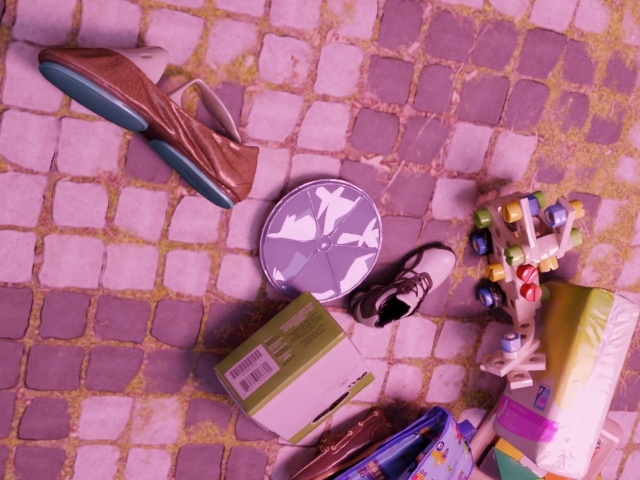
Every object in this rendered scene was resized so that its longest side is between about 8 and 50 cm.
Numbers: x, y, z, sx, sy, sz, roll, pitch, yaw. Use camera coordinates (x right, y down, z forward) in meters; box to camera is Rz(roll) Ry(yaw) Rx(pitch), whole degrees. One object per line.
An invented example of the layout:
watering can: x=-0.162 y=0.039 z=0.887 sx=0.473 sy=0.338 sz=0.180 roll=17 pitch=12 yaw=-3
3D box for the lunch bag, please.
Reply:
lunch bag: x=0.155 y=0.412 z=1.549 sx=0.293 sy=0.138 sz=0.221 roll=-42 pitch=142 yaw=-8

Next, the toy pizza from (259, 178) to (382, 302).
toy pizza: x=0.000 y=0.000 z=1.415 sx=0.201 sy=0.032 sz=0.201 roll=-8 pitch=111 yaw=-20

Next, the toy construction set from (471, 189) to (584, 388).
toy construction set: x=0.321 y=0.062 z=1.463 sx=0.151 sy=0.215 sz=0.327 roll=-5 pitch=111 yaw=-20

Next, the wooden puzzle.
wooden puzzle: x=0.390 y=0.381 z=1.653 sx=0.221 sy=0.044 sz=0.238 roll=31 pitch=95 yaw=4

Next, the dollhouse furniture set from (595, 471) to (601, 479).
dollhouse furniture set: x=0.399 y=0.569 z=1.698 sx=0.287 sy=0.198 sz=0.303 roll=-3 pitch=110 yaw=-21

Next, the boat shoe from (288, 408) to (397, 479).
boat shoe: x=0.032 y=0.356 z=1.547 sx=0.207 sy=0.073 sz=0.073 roll=-26 pitch=158 yaw=-15

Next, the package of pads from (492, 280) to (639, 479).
package of pads: x=0.398 y=0.217 z=1.520 sx=0.101 sy=0.229 sz=0.296 roll=20 pitch=89 yaw=-6

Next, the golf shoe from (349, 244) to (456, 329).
golf shoe: x=0.146 y=0.083 z=1.471 sx=0.198 sy=0.094 sz=0.077 roll=-34 pitch=117 yaw=-8

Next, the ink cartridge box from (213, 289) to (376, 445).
ink cartridge box: x=-0.032 y=0.212 z=1.458 sx=0.189 sy=0.097 sz=0.255 roll=-40 pitch=153 yaw=-4

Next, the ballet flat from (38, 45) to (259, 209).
ballet flat: x=-0.209 y=-0.178 z=1.230 sx=0.342 sy=0.116 sz=0.124 roll=37 pitch=73 yaw=-29
